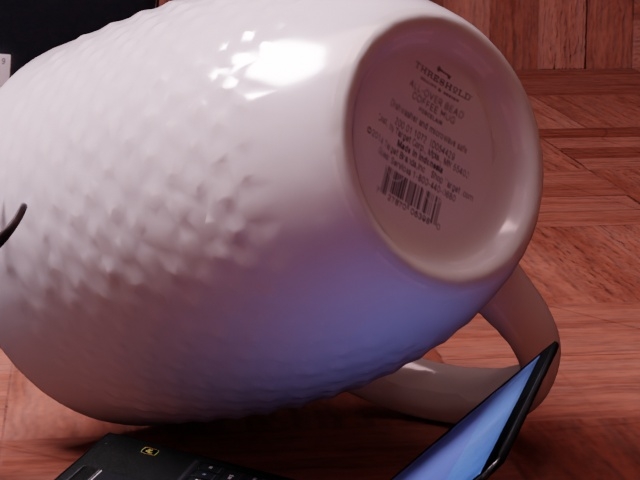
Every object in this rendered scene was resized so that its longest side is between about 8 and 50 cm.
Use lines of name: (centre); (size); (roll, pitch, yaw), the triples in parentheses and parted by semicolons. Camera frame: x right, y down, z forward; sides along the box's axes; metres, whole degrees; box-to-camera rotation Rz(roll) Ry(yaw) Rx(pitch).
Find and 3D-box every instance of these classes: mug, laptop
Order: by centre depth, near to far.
laptop: (-0.025, 0.117, 1.067); (0.264, 0.137, 0.234); (13, 14, 11)
mug: (0.000, 0.000, 1.264); (0.328, 0.374, 0.276); (-13, 42, 49)

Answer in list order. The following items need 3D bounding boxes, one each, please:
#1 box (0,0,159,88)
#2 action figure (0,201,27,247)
box: (-0.487, -0.148, 1.849); (0.480, 0.297, 0.471); (-1, 11, -43)
action figure: (-0.307, 0.048, 1.160); (0.275, 0.141, 0.164); (-13, 24, -27)
